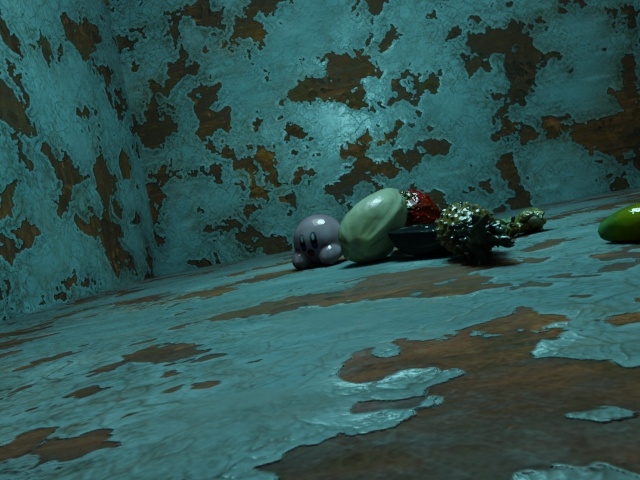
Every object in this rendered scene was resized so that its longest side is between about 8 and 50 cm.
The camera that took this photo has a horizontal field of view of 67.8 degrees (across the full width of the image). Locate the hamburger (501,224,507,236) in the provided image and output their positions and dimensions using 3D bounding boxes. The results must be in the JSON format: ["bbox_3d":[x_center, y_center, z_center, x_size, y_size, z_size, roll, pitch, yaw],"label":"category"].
[{"bbox_3d":[0.619,-0.029,1.683,0.084,0.054,0.121,-12,-6,7],"label":"hamburger"}]

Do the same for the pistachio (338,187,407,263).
[{"bbox_3d":[0.197,-0.057,1.708,0.332,0.208,0.226,-52,5,-15],"label":"pistachio"}]

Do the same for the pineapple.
[{"bbox_3d":[0.395,-0.011,1.216,0.169,0.169,0.340,-10,10,5],"label":"pineapple"}]

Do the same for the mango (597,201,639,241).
[{"bbox_3d":[0.709,-0.040,1.041,0.130,0.092,0.194,-15,-5,-36],"label":"mango"}]

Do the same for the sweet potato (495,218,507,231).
[{"bbox_3d":[0.678,-0.051,1.899,0.081,0.062,0.233,-15,-1,-4],"label":"sweet potato"}]

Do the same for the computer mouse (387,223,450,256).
[{"bbox_3d":[0.348,0.001,1.528,0.170,0.100,0.269,-17,10,-42],"label":"computer mouse"}]

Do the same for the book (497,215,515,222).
[{"bbox_3d":[0.849,-0.085,2.456,0.282,0.025,0.215,-11,0,27],"label":"book"}]

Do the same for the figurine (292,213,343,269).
[{"bbox_3d":[0.002,-0.006,1.968,0.269,0.211,0.261,-10,2,29],"label":"figurine"}]

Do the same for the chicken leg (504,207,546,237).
[{"bbox_3d":[0.713,-0.057,1.653,0.207,0.085,0.101,-23,21,-38],"label":"chicken leg"}]

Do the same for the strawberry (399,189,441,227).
[{"bbox_3d":[0.380,-0.078,1.906,0.288,0.250,0.238,19,-23,-35],"label":"strawberry"}]
